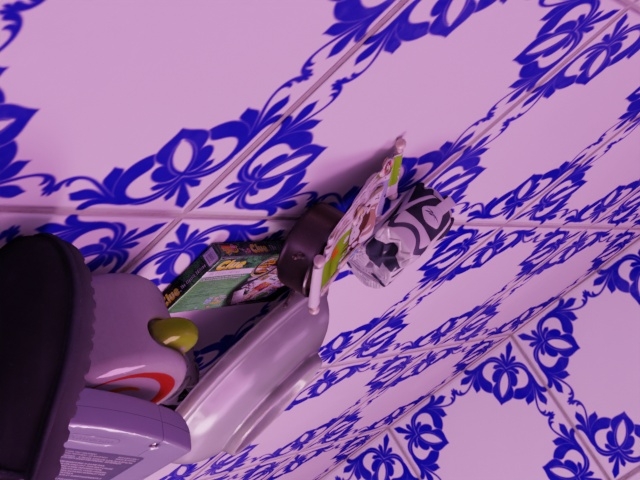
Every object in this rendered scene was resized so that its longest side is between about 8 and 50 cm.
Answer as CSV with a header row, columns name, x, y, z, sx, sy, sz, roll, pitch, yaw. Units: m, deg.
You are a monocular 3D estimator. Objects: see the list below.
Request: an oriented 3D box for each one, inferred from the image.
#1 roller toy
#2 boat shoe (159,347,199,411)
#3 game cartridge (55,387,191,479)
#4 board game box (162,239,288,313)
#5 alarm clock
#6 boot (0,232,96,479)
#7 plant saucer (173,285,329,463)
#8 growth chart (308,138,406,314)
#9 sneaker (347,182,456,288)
name,x,y,z,sx,sy,sz,roll,pitch,yaw
roller toy,-0.274,0.131,1.417,0.209,0.146,0.191,-6,152,-33
boat shoe,-0.229,0.211,1.782,0.096,0.088,0.267,-26,161,-19
game cartridge,-0.308,0.237,1.359,0.198,0.062,0.297,-38,143,29
board game box,-0.107,0.049,1.664,0.136,0.030,0.259,-40,160,28
alarm clock,0.000,0.000,1.628,0.192,0.064,0.129,-43,157,-40
boot,-0.421,0.095,1.023,0.146,0.367,0.445,-17,150,36
plant saucer,-0.102,0.239,1.876,0.400,0.100,0.400,-46,172,-9
growth chart,0.048,-0.015,1.609,0.237,0.021,0.172,-55,165,-19
sneaker,0.132,-0.014,1.782,0.153,0.094,0.235,-36,174,-24
